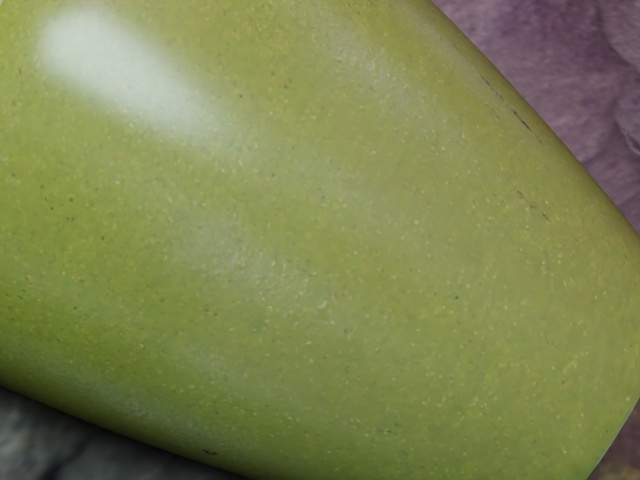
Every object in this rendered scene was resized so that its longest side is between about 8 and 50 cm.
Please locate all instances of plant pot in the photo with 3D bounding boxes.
[{"bbox_3d":[0.000,0.000,0.775,0.293,0.274,0.275,32,42,2],"label":"plant pot"}]
